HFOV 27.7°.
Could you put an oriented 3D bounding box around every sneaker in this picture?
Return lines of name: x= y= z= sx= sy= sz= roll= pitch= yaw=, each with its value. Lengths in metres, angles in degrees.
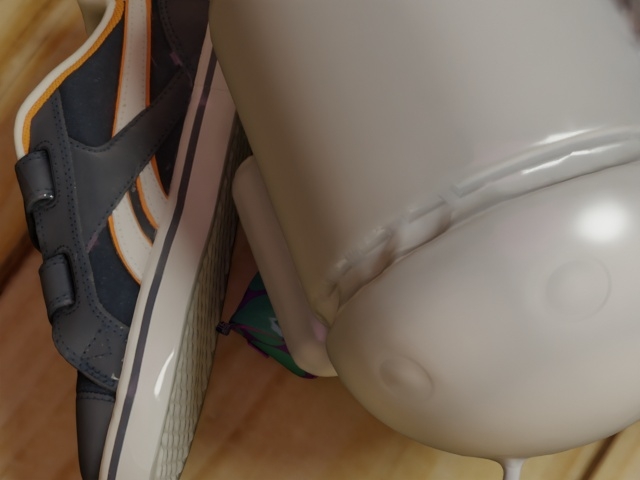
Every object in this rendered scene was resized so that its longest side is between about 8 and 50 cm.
sneaker: x=-0.113 y=-0.004 z=0.740 sx=0.127 sy=0.126 sz=0.321 roll=8 pitch=65 yaw=3

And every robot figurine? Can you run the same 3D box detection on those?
robot figurine: x=0.071 y=-0.049 z=0.617 sx=0.300 sy=0.200 sz=0.353 roll=-38 pitch=63 yaw=39

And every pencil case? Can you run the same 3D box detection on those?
pencil case: x=0.000 y=0.000 z=0.756 sx=0.064 sy=0.070 sz=0.152 roll=33 pitch=75 yaw=-32
